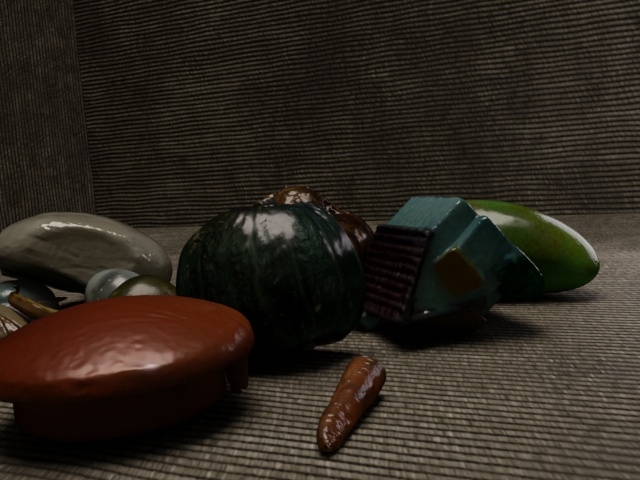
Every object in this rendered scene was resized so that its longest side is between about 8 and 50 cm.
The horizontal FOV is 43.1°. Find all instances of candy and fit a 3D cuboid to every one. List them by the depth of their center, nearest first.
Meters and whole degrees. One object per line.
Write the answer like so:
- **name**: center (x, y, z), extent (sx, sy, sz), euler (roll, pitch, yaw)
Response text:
- **candy**: center (-0.526, 0.044, 1.872), extent (0.386, 0.186, 0.427), euler (8, -14, 3)

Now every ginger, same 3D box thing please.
- **ginger**: center (0.000, 0.000, 1.650), extent (0.254, 0.176, 0.418), euler (40, 3, 14)

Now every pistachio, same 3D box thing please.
- **pistachio**: center (-0.554, 0.163, 1.382), extent (0.185, 0.124, 0.124), euler (2, 9, 38)

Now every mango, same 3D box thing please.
- **mango**: center (0.378, 0.021, 1.662), extent (0.382, 0.201, 0.225), euler (12, -8, 32)

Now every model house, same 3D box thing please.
- **model house**: center (0.191, 0.082, 1.407), extent (0.249, 0.230, 0.280), euler (-48, 12, -7)

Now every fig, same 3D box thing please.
- **fig**: center (-0.333, 0.165, 1.363), extent (0.151, 0.151, 0.259), euler (2, 33, 45)

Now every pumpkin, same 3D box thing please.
- **pumpkin**: center (-0.103, 0.065, 1.291), extent (0.293, 0.263, 0.197), euler (-15, -2, 31)

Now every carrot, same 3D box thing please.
- **carrot**: center (0.029, 0.203, 0.981), extent (0.057, 0.057, 0.224), euler (-3, 12, 17)

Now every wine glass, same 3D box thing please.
- **wine glass**: center (-0.376, 0.122, 1.580), extent (0.126, 0.126, 0.241), euler (-8, 12, -30)

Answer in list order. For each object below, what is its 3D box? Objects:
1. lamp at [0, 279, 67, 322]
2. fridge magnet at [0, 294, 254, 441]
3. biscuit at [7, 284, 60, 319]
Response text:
- **lamp**: center (-0.661, 0.140, 1.719), extent (0.179, 0.108, 0.246), euler (-8, 6, 12)
- **fridge magnet**: center (-0.267, 0.158, 1.075), extent (0.364, 0.155, 0.363), euler (-5, 7, 1)
- **biscuit**: center (-0.475, 0.141, 1.470), extent (0.203, 0.041, 0.260), euler (26, -10, 2)
